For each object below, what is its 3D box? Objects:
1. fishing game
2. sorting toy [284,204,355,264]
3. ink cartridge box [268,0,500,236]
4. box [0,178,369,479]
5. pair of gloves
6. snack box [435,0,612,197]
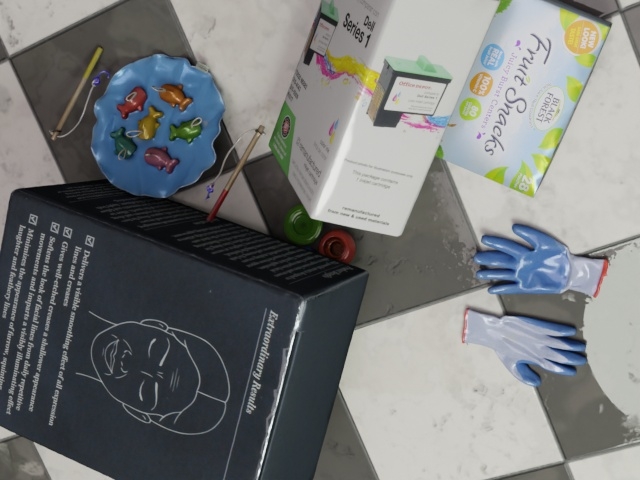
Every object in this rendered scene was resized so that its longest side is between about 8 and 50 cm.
[{"bbox_3d":[-0.206,-0.147,1.293,0.264,0.041,0.189,31,90,17],"label":"fishing game"},{"bbox_3d":[0.000,0.000,1.308,0.102,0.042,0.061,39,98,17],"label":"sorting toy"},{"bbox_3d":[0.059,-0.177,1.132,0.117,0.201,0.278,12,114,-23],"label":"ink cartridge box"},{"bbox_3d":[-0.184,0.123,1.257,0.395,0.212,0.294,20,104,19],"label":"box"},{"bbox_3d":[0.255,0.082,1.255,0.159,0.023,0.198,14,109,14],"label":"pair of gloves"},{"bbox_3d":[0.206,-0.179,1.167,0.174,0.070,0.207,25,113,10],"label":"snack box"}]
